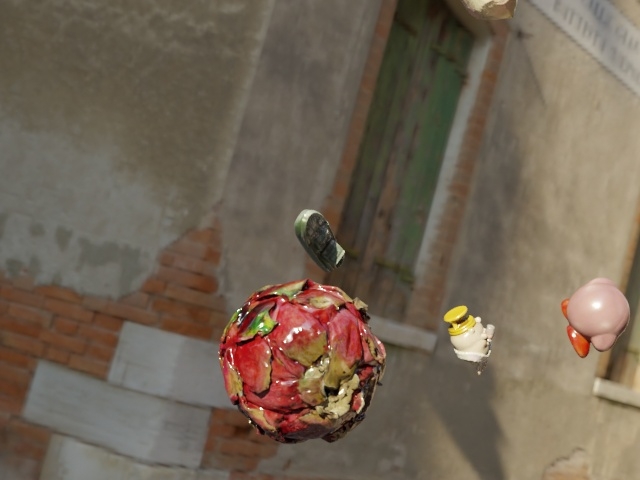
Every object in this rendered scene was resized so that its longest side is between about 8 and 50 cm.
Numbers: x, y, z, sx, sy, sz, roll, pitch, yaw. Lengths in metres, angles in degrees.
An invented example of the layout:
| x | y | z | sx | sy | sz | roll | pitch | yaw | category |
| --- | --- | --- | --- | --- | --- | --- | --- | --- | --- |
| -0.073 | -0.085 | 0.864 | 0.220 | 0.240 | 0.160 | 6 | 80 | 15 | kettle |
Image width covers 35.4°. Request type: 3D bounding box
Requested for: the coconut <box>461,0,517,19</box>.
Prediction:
| x | y | z | sx | sy | sz | roll | pitch | yaw | category |
| --- | --- | --- | --- | --- | --- | --- | --- | --- | --- |
| 0.297 | -0.436 | 1.737 | 0.124 | 0.110 | 0.110 | 50 | -11 | -9 | coconut |

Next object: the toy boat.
| x | y | z | sx | sy | sz | roll | pitch | yaw | category |
| --- | --- | --- | --- | --- | --- | --- | --- | --- | --- |
| 0.000 | 0.000 | 2.239 | 0.085 | 0.078 | 0.260 | 28 | -15 | 25 | toy boat |

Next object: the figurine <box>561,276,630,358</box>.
| x | y | z | sx | sy | sz | roll | pitch | yaw | category |
| --- | --- | --- | --- | --- | --- | --- | --- | --- | --- |
| 0.307 | 0.083 | 1.113 | 0.071 | 0.083 | 0.067 | -28 | -36 | 27 | figurine |

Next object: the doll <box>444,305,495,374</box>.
| x | y | z | sx | sy | sz | roll | pitch | yaw | category |
| --- | --- | --- | --- | --- | --- | --- | --- | --- | --- |
| 0.279 | 0.178 | 1.798 | 0.084 | 0.127 | 0.073 | -25 | 14 | 21 | doll |

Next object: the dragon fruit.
| x | y | z | sx | sy | sz | roll | pitch | yaw | category |
| --- | --- | --- | --- | --- | --- | --- | --- | --- | --- |
| -0.039 | 0.224 | 1.894 | 0.329 | 0.329 | 0.329 | 15 | -4 | 1 | dragon fruit |
